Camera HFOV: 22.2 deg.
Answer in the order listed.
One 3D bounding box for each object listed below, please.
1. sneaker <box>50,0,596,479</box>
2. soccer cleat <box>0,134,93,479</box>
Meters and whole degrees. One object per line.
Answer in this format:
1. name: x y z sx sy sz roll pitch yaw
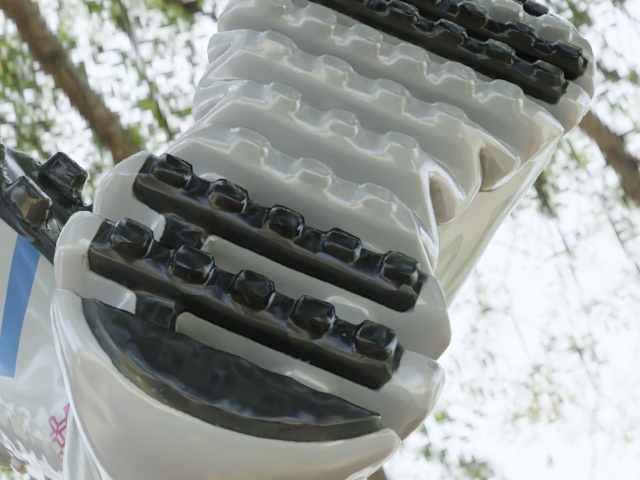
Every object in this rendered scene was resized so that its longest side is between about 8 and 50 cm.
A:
1. sneaker: 0.000 0.000 0.470 0.110 0.292 0.118 25 -54 9
2. soccer cleat: -0.128 0.081 0.846 0.116 0.331 0.143 18 -66 -44
